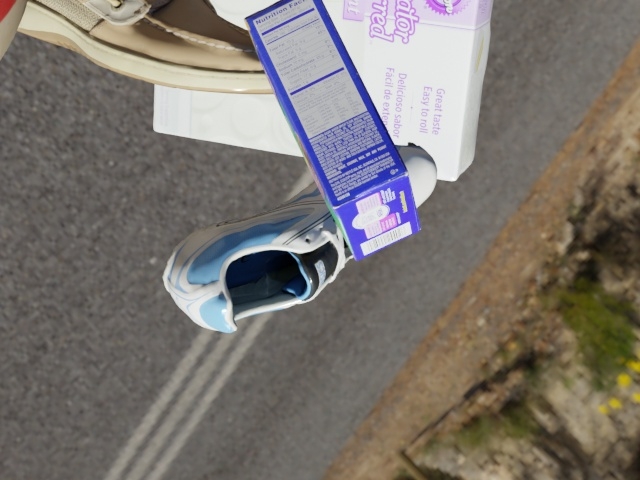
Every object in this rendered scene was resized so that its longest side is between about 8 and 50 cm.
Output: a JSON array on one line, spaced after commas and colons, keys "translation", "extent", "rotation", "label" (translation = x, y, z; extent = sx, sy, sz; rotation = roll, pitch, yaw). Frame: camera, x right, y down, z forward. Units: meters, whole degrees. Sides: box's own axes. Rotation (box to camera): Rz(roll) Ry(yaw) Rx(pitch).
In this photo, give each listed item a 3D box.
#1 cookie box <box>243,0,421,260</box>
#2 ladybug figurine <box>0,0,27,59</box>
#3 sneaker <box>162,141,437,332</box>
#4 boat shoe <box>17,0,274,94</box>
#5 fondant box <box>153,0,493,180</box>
[{"translation": [0.007, -0.055, 0.558], "extent": [0.040, 0.107, 0.092], "rotation": [-25, 162, 1], "label": "cookie box"}, {"translation": [-0.263, -0.163, 0.445], "extent": [0.162, 0.305, 0.449], "rotation": [-46, -172, 36], "label": "ladybug figurine"}, {"translation": [0.000, 0.000, 0.840], "extent": [0.237, 0.086, 0.085], "rotation": [-28, 139, -26], "label": "sneaker"}, {"translation": [-0.166, -0.214, 1.033], "extent": [0.122, 0.341, 0.110], "rotation": [-13, 121, -60], "label": "boat shoe"}, {"translation": [0.001, -0.209, 1.146], "extent": [0.096, 0.330, 0.238], "rotation": [-46, 143, -64], "label": "fondant box"}]
